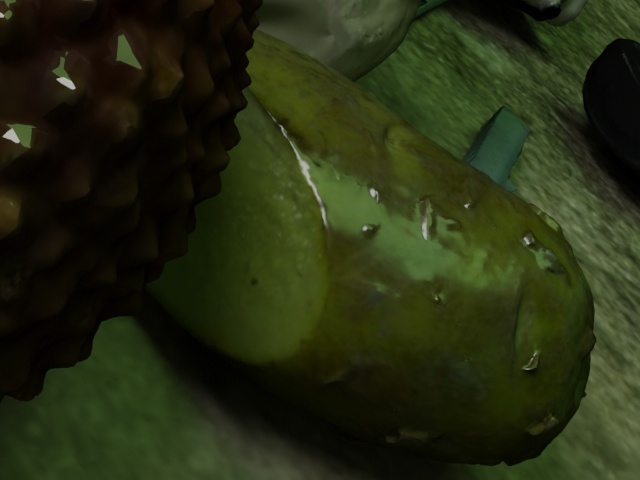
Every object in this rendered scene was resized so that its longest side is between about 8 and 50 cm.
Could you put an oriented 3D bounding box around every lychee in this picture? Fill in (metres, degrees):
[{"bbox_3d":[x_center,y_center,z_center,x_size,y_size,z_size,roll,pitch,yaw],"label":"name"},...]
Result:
[{"bbox_3d":[-0.142,-0.073,0.436,0.267,0.267,0.267,29,31,-20],"label":"lychee"}]

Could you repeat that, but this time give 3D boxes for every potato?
[{"bbox_3d":[0.000,0.000,0.621,0.298,0.141,0.176,33,16,2],"label":"potato"}]

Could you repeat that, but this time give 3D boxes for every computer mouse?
[{"bbox_3d":[0.348,-0.070,1.147,0.269,0.100,0.170,21,32,-22],"label":"computer mouse"}]

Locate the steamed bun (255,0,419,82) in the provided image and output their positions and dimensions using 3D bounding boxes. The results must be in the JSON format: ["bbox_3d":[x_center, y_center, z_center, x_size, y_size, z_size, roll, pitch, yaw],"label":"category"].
[{"bbox_3d":[-0.023,-0.279,0.762,0.352,0.247,0.339,-25,66,-24],"label":"steamed bun"}]

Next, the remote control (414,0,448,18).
[{"bbox_3d":[0.083,-0.222,1.130,0.053,0.018,0.124,43,29,6],"label":"remote control"}]

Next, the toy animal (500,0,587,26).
[{"bbox_3d":[0.173,-0.311,1.203,0.208,0.156,0.204,20,20,-25],"label":"toy animal"}]

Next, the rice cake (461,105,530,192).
[{"bbox_3d":[0.124,-0.052,0.934,0.042,0.030,0.180,41,30,-3],"label":"rice cake"}]
